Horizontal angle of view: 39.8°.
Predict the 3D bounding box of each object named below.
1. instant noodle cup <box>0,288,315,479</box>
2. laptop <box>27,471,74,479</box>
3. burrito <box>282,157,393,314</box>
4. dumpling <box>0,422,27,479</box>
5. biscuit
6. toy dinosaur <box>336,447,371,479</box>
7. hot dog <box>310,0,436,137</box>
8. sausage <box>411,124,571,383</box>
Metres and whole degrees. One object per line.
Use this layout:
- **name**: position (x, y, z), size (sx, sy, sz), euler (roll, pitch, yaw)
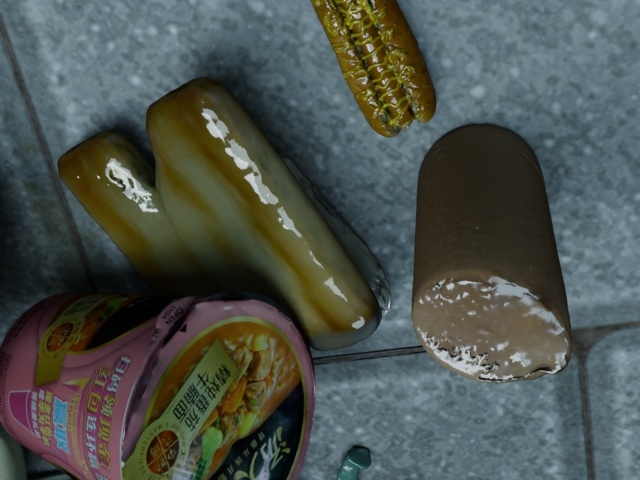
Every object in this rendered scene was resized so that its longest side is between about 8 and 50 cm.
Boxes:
- **instant noodle cup**: position (-0.170, 0.146, 0.822), size (0.255, 0.244, 0.244), euler (8, 123, 38)
- **laptop**: position (-0.297, 0.361, 1.100), size (0.269, 0.015, 0.187), euler (-12, 115, 12)
- **burrito**: position (0.000, -0.001, 0.865), size (0.064, 0.064, 0.203), euler (-34, 108, 20)
- **dumpling**: position (-0.405, 0.257, 0.990), size (0.132, 0.162, 0.250), euler (-19, 113, -34)
- **biscuit**: position (-0.096, -0.002, 0.836), size (0.237, 0.062, 0.290), euler (-21, 115, 41)
- **toy dinosaur**: position (-0.068, 0.372, 1.049), size (0.383, 0.129, 0.331), euler (23, 125, -5)
- **hot dog**: position (0.048, -0.171, 0.779), size (0.071, 0.045, 0.165), euler (-21, 114, 17)
- **sausage**: position (0.140, 0.008, 0.748), size (0.123, 0.253, 0.123), euler (3, 122, 5)
